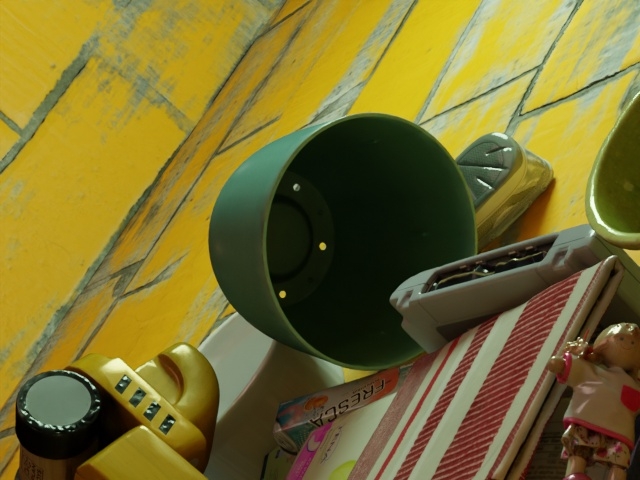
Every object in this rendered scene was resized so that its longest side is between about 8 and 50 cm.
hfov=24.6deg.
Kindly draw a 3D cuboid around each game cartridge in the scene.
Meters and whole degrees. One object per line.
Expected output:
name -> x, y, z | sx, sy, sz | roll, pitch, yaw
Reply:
game cartridge -> 0.214, 0.088, 1.355 | 0.060, 0.196, 0.294 | -51, 17, -30

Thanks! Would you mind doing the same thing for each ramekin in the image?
ramekin -> -0.096, 0.221, 1.924 | 0.277, 0.135, 0.277 | -43, 18, 17

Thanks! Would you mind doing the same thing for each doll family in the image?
doll family -> 0.286, 0.149, 1.083 | 0.118, 0.263, 0.163 | 95, -168, -60

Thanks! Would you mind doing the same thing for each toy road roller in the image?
toy road roller -> -0.181, 0.258, 1.654 | 0.241, 0.329, 0.202 | -32, -31, -36

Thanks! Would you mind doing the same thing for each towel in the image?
towel -> 0.119, 0.152, 1.235 | 0.237, 0.037, 0.329 | -57, 10, -30

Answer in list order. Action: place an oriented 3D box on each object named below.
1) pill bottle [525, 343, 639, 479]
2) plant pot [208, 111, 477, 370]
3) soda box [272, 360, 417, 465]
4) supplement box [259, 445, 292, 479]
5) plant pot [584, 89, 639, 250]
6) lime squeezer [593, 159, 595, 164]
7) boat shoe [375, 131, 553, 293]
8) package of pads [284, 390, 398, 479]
pill bottle -> 0.201, 0.227, 1.155 | 0.160, 0.160, 0.283 | -32, 24, 43
plant pot -> 0.000, 0.000, 1.758 | 0.293, 0.293, 0.235 | -55, 26, -19
soda box -> 0.040, 0.199, 1.674 | 0.183, 0.063, 0.058 | -20, 27, 20
supplement box -> -0.025, 0.279, 1.761 | 0.083, 0.056, 0.083 | -40, 20, 27
plant pot -> 0.384, -0.024, 1.090 | 0.276, 0.254, 0.276 | -42, 18, 17
lime squeezer -> 0.426, -0.191, 1.671 | 0.310, 0.059, 0.110 | -32, 23, 40
boat shoe -> 0.158, -0.003, 1.873 | 0.320, 0.103, 0.118 | -47, 44, 22
package of pads -> 0.044, 0.273, 1.503 | 0.296, 0.101, 0.229 | -34, 22, 56
